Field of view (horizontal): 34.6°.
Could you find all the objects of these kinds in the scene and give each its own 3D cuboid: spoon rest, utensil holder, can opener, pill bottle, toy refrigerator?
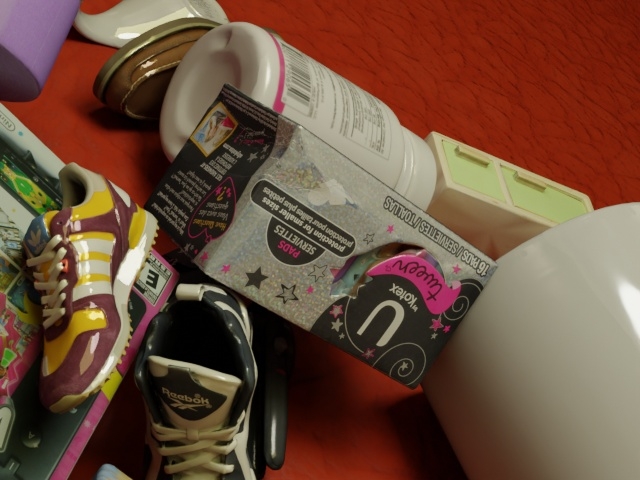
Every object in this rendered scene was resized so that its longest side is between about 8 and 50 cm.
[{"bbox_3d":[-0.202,-0.263,1.203,0.276,0.084,0.137,5,48,-56],"label":"spoon rest"},{"bbox_3d":[0.304,0.206,0.943,0.327,0.327,0.385,1,48,-41],"label":"utensil holder"},{"bbox_3d":[-0.047,0.127,0.928,0.073,0.059,0.186,23,39,-23],"label":"can opener"},{"bbox_3d":[-0.014,-0.100,1.083,0.283,0.160,0.160,24,37,-42],"label":"pill bottle"},{"bbox_3d":[0.238,-0.040,1.327,0.269,0.094,0.102,19,41,-26],"label":"toy refrigerator"}]

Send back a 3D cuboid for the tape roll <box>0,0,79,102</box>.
[{"bbox_3d":[-0.345,-0.217,0.849,0.275,0.275,0.090,26,76,-19],"label":"tape roll"}]

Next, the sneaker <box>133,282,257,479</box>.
[{"bbox_3d":[-0.093,0.138,0.744,0.094,0.153,0.235,6,75,5],"label":"sneaker"}]

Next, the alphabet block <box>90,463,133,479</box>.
[{"bbox_3d":[-0.100,0.267,0.568,0.197,0.192,0.193,36,-5,-5],"label":"alphabet block"}]

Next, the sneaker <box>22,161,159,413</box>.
[{"bbox_3d":[-0.170,0.029,0.691,0.084,0.069,0.185,42,33,-29],"label":"sneaker"}]

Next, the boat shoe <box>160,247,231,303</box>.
[{"bbox_3d":[-0.108,0.021,0.980,0.075,0.065,0.206,44,36,6],"label":"boat shoe"}]

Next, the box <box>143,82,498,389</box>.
[{"bbox_3d":[0.000,0.000,0.894,0.247,0.142,0.163,31,4,-34],"label":"box"}]

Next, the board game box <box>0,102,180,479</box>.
[{"bbox_3d":[-0.252,0.068,0.702,0.224,0.097,0.303,46,41,-21],"label":"board game box"}]

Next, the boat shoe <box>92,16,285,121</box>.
[{"bbox_3d":[-0.111,-0.176,1.146,0.104,0.111,0.307,49,37,14],"label":"boat shoe"}]
